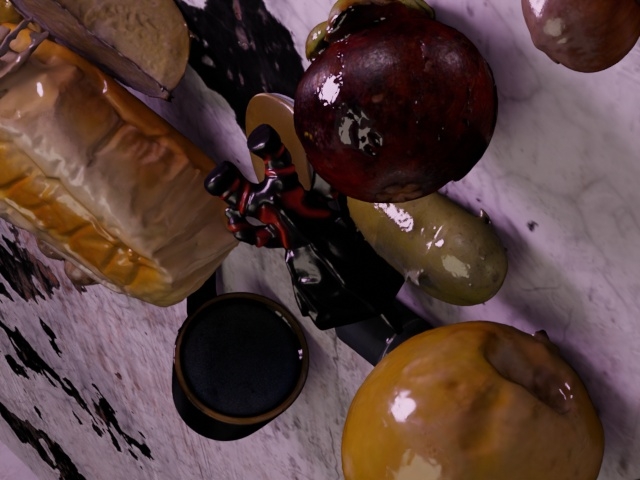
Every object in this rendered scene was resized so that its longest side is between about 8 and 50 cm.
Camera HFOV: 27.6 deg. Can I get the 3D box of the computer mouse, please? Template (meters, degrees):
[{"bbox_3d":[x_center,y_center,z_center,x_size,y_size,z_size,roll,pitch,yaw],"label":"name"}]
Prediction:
[{"bbox_3d":[-0.026,-0.061,1.344,0.102,0.045,0.199,28,145,44],"label":"computer mouse"}]

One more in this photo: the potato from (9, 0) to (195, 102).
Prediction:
[{"bbox_3d":[-0.238,-0.247,1.397,0.243,0.098,0.138,38,166,-9],"label":"potato"}]

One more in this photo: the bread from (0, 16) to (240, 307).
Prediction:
[{"bbox_3d":[-0.268,-0.093,1.476,0.388,0.183,0.236,44,146,-14],"label":"bread"}]

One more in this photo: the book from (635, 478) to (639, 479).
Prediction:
[{"bbox_3d":[0.208,0.344,1.207,0.026,0.289,0.201,40,154,1],"label":"book"}]

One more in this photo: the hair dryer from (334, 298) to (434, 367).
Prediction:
[{"bbox_3d":[0.090,0.146,1.412,0.124,0.071,0.219,37,159,31],"label":"hair dryer"}]

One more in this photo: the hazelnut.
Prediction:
[{"bbox_3d":[0.174,-0.155,0.865,0.086,0.086,0.086,38,151,26],"label":"hazelnut"}]

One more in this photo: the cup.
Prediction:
[{"bbox_3d":[-0.106,0.135,1.662,0.166,0.239,0.177,9,159,-8],"label":"cup"}]

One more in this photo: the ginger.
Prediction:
[{"bbox_3d":[-0.386,-0.009,1.955,0.204,0.080,0.104,47,148,13],"label":"ginger"}]

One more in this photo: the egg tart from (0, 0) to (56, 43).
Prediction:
[{"bbox_3d":[-0.416,-0.297,1.588,0.341,0.129,0.341,36,149,27],"label":"egg tart"}]

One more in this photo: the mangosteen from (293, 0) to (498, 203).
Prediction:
[{"bbox_3d":[0.053,-0.121,1.032,0.166,0.166,0.180,132,124,-64],"label":"mangosteen"}]

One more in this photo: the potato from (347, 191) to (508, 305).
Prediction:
[{"bbox_3d":[0.093,-0.004,1.183,0.188,0.085,0.105,42,151,30],"label":"potato"}]

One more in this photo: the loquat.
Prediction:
[{"bbox_3d":[0.134,0.192,1.202,0.244,0.244,0.244,38,151,26],"label":"loquat"}]

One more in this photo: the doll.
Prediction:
[{"bbox_3d":[0.001,-0.002,1.280,0.249,0.088,0.127,43,132,-17],"label":"doll"}]
